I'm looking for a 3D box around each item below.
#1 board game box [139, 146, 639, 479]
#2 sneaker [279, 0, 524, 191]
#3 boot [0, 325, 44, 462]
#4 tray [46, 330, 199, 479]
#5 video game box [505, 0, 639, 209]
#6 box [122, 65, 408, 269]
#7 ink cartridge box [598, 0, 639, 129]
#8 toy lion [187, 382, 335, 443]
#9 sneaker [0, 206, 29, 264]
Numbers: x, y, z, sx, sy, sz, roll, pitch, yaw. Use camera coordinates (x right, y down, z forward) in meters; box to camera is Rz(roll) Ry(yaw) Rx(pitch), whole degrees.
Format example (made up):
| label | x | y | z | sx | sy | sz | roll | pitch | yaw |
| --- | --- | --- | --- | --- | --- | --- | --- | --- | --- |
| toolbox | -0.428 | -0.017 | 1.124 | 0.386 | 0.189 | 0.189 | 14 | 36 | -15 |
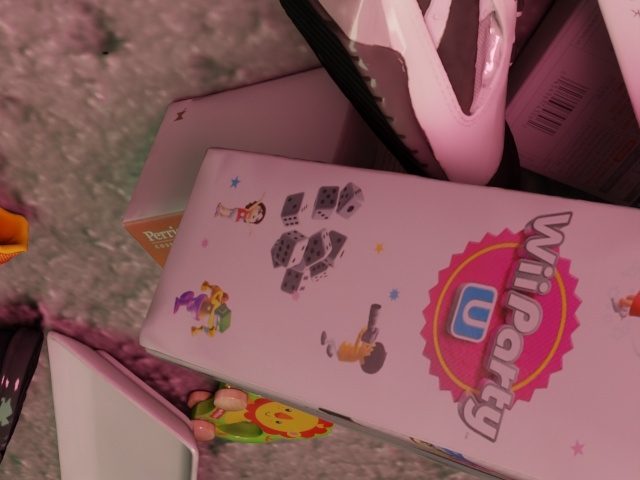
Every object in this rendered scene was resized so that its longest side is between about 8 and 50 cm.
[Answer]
| label | x | y | z | sx | sy | sz | roll | pitch | yaw |
| --- | --- | --- | --- | --- | --- | --- | --- | --- | --- |
| board game box | 0.113 | 0.059 | 0.501 | 0.303 | 0.097 | 0.224 | 12 | 170 | 44 |
| sneaker | 0.047 | -0.128 | 0.484 | 0.146 | 0.122 | 0.330 | -36 | 140 | -2 |
| boot | -0.328 | 0.106 | 0.956 | 0.207 | 0.094 | 0.246 | 21 | 150 | -13 |
| tray | -0.147 | 0.174 | 1.002 | 0.145 | 0.030 | 0.270 | 35 | 147 | 17 |
| video game box | 0.197 | -0.078 | 0.564 | 0.187 | 0.048 | 0.205 | 23 | 143 | -6 |
| box | 0.000 | 0.000 | 0.701 | 0.130 | 0.091 | 0.170 | -10 | 137 | 31 |
| ink cartridge box | 0.191 | -0.079 | 0.450 | 0.160 | 0.092 | 0.219 | -6 | 137 | 27 |
| toy lion | -0.040 | 0.124 | 0.932 | 0.096 | 0.034 | 0.100 | 20 | 144 | -19 |
| sneaker | -0.238 | -0.047 | 0.768 | 0.067 | 0.064 | 0.175 | -23 | 137 | 14 |
